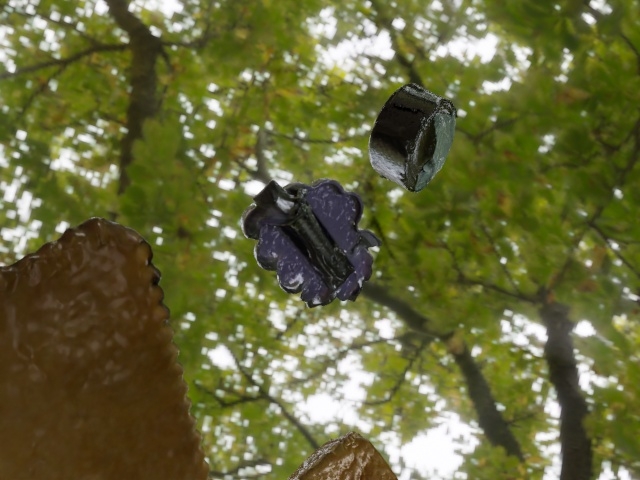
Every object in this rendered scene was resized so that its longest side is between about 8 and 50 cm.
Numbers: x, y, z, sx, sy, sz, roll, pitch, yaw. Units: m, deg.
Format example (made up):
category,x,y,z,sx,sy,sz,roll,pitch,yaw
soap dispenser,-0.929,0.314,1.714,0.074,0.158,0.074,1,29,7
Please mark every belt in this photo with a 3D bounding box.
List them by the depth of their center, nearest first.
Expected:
category,x,y,z,sx,sy,sz,roll,pitch,yaw
belt,0.100,-0.113,1.143,0.058,0.140,0.105,30,-105,23

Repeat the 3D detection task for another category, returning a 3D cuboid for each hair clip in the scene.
category,x,y,z,sx,sy,sz,roll,pitch,yaw
hair clip,0.001,0.001,1.065,0.124,0.195,0.052,-44,-136,-2

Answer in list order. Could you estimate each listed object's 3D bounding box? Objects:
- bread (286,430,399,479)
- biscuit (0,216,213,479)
category,x,y,z,sx,sy,sz,roll,pitch,yaw
bread,0.034,0.416,1.725,0.158,0.143,0.149,58,-27,4
biscuit,-0.164,0.124,0.521,0.013,0.232,0.237,34,-37,44
